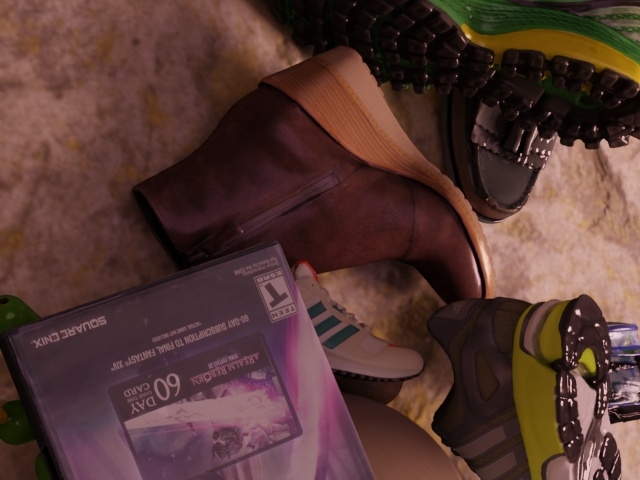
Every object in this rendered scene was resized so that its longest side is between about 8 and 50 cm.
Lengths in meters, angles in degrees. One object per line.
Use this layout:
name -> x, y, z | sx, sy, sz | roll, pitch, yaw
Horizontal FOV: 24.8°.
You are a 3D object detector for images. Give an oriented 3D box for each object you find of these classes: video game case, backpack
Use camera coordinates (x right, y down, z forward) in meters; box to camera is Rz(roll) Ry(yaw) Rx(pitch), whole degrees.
video game case -> -0.060, 0.154, 0.904 | 0.196, 0.026, 0.274 | -19, 82, -29
backpack -> 0.226, 0.109, 1.180 | 0.114, 0.105, 0.084 | 5, 78, -33

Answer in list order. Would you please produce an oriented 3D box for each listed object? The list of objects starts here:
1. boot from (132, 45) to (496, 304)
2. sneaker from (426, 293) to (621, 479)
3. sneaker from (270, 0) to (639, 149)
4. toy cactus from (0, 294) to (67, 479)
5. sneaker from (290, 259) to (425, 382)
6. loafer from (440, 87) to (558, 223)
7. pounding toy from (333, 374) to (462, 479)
boot -> 0.000, 0.000, 1.095 | 0.207, 0.090, 0.248 | -40, 105, -18
sneaker -> 0.151, 0.153, 1.092 | 0.111, 0.121, 0.300 | -44, 137, -41
sneaker -> 0.109, -0.190, 1.129 | 0.343, 0.134, 0.146 | 20, 62, -8
toy cactus -> -0.139, 0.109, 0.976 | 0.219, 0.112, 0.180 | 47, 42, -12
sneaker -> 0.001, 0.054, 1.025 | 0.161, 0.057, 0.075 | 12, 84, -8
loafer -> 0.165, -0.148, 1.205 | 0.096, 0.084, 0.267 | 18, 71, -28
pounding toy -> -0.002, 0.191, 1.043 | 0.183, 0.110, 0.237 | 0, 52, -22
